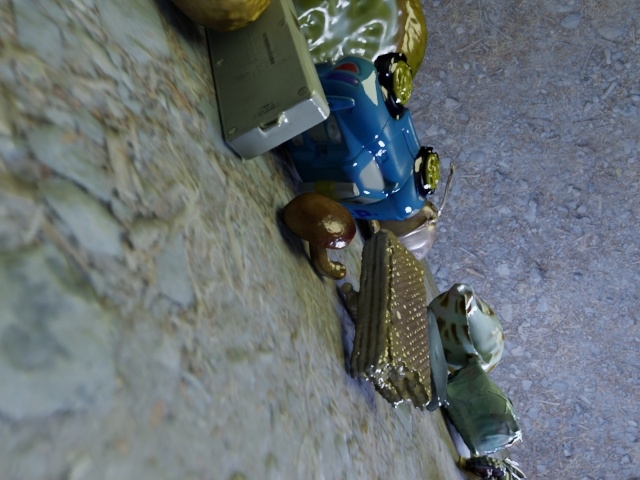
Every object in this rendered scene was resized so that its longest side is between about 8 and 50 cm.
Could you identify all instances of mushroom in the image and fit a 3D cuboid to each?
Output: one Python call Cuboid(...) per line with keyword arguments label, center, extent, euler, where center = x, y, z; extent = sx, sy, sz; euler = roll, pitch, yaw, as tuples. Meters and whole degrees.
Cuboid(label="mushroom", center=(0.008, -0.008, 0.557), extent=(0.088, 0.073, 0.129), euler=(37, -15, 48))

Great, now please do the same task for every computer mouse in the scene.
Cuboid(label="computer mouse", center=(0.188, 0.221, 0.867), extent=(0.113, 0.068, 0.228), euler=(-45, 124, -56))

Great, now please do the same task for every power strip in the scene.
Cuboid(label="power strip", center=(-0.080, -0.254, 0.543), extent=(0.043, 0.106, 0.367), euler=(41, 29, -56))

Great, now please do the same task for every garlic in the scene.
Cuboid(label="garlic", center=(0.179, -0.059, 1.017), extent=(0.207, 0.256, 0.207), euler=(15, 51, -19))

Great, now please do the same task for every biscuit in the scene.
Cuboid(label="biscuit", center=(0.094, 0.097, 0.616), extent=(0.108, 0.062, 0.238), euler=(45, 35, -29))

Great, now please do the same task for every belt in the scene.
Cuboid(label="belt", center=(0.385, 0.407, 1.125), extent=(0.257, 0.150, 0.207), euler=(48, 15, -53))

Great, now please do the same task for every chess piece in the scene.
Cuboid(label="chess piece", center=(0.055, 0.095, 0.648), extent=(0.092, 0.035, 0.035), euler=(56, 17, -23))

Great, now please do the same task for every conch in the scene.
Cuboid(label="conch", center=(0.400, 0.272, 1.293), extent=(0.368, 0.197, 0.249), euler=(55, 29, -18))

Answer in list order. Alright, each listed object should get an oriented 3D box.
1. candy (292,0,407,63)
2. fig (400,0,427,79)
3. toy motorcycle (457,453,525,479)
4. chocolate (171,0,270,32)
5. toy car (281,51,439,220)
Cuboid(label="candy", center=(0.027, -0.378, 0.826), extent=(0.260, 0.260, 0.118), euler=(51, 21, -48))
Cuboid(label="fig", center=(0.100, -0.497, 1.202), extent=(0.343, 0.343, 0.343), euler=(59, 16, -29))
Cuboid(label="toy motorcycle", center=(0.367, 0.518, 0.994), extent=(0.229, 0.130, 0.094), euler=(43, 46, -29))
Cuboid(label="chocolate", center=(-0.132, -0.360, 0.473), extent=(0.309, 0.134, 0.134), euler=(70, 14, 11))
Cuboid(label="toy car", center=(0.045, -0.118, 0.671), extent=(0.166, 0.198, 0.314), euler=(-63, 142, -28))
